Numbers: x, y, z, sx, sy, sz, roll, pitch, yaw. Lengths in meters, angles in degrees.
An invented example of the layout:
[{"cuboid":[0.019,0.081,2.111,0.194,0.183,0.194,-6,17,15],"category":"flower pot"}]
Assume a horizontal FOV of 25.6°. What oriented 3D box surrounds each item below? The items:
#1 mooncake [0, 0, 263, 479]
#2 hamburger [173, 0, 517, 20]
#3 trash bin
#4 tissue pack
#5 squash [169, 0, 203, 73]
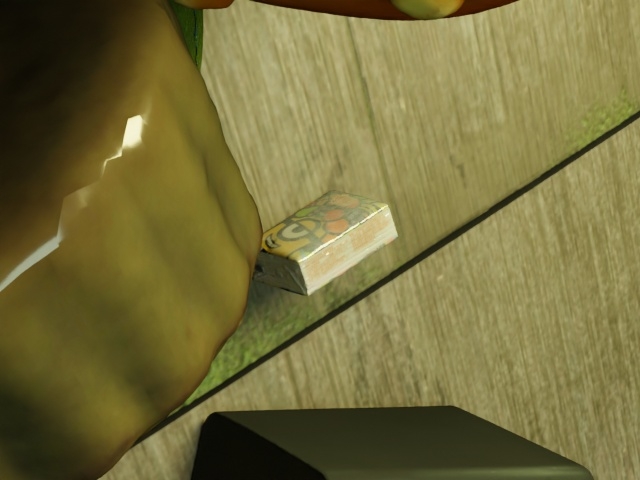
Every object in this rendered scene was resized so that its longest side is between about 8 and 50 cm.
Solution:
[{"cuboid":[-0.176,-0.005,0.644,0.290,0.290,0.161,-44,136,-22],"category":"mooncake"},{"cuboid":[-0.021,-0.271,0.613,0.395,0.395,0.278,33,68,-41],"category":"hamburger"},{"cuboid":[0.044,0.184,0.960,0.225,0.165,0.115,7,99,-38],"category":"trash bin"},{"cuboid":[0.000,0.000,0.936,0.083,0.063,0.035,-34,118,-29],"category":"tissue pack"},{"cuboid":[-0.124,-0.021,0.814,0.087,0.087,0.332,8,98,-41],"category":"squash"}]
